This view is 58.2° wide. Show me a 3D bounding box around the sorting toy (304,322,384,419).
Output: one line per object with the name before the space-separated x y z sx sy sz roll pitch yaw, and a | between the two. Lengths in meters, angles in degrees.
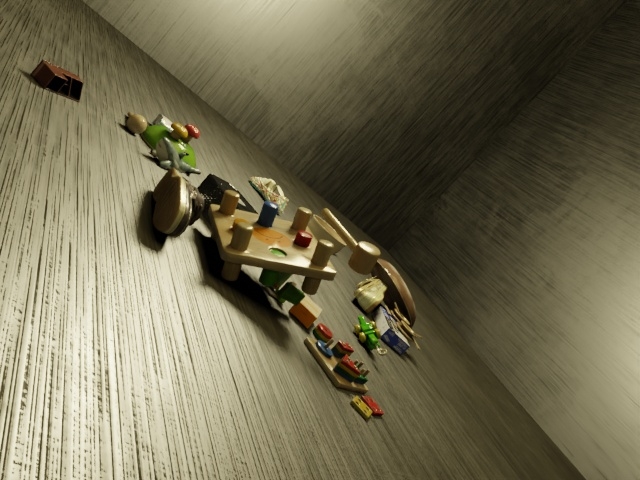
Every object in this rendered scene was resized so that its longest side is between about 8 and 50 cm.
sorting toy | 0.050 0.266 1.239 0.132 0.046 0.274 31 15 -52

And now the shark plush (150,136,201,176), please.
shark plush | -0.380 -0.213 1.546 0.161 0.067 0.073 36 11 -38

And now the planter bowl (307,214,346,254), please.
planter bowl | 0.000 0.000 2.098 0.162 0.109 0.162 41 9 -8

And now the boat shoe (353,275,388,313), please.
boat shoe | 0.176 0.176 2.058 0.089 0.104 0.285 46 9 0

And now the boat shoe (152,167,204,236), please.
boat shoe | -0.287 -0.075 1.191 0.092 0.103 0.285 33 6 -26

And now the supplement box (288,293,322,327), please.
supplement box | -0.035 0.166 1.366 0.062 0.036 0.098 43 9 3

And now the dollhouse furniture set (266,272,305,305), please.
dollhouse furniture set | -0.092 0.090 1.346 0.058 0.076 0.151 38 11 -38

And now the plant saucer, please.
plant saucer | 0.280 0.194 2.186 0.310 0.050 0.310 59 -11 20

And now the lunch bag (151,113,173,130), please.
lunch bag | -0.488 -0.355 1.808 0.071 0.053 0.083 40 -1 -34

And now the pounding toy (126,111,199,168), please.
pounding toy | -0.429 -0.308 1.647 0.237 0.110 0.183 39 9 -27

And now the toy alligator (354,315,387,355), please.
toy alligator | 0.140 0.277 1.592 0.189 0.056 0.051 -123 -156 -59

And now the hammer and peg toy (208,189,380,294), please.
hammer and peg toy | -0.067 0.011 1.305 0.361 0.127 0.266 12 22 -24

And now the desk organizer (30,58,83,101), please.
desk organizer | -0.611 -0.374 1.356 0.050 0.047 0.130 47 9 10

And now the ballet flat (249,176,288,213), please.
ballet flat | -0.196 -0.194 2.265 0.091 0.077 0.241 31 14 -52

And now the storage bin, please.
storage bin | -0.237 -0.077 1.482 0.180 0.084 0.122 47 9 27

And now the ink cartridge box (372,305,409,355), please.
ink cartridge box | 0.232 0.297 1.913 0.097 0.046 0.207 43 8 -10

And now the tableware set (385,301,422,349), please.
tableware set | 0.289 0.282 1.966 0.128 0.039 0.194 45 8 -14
